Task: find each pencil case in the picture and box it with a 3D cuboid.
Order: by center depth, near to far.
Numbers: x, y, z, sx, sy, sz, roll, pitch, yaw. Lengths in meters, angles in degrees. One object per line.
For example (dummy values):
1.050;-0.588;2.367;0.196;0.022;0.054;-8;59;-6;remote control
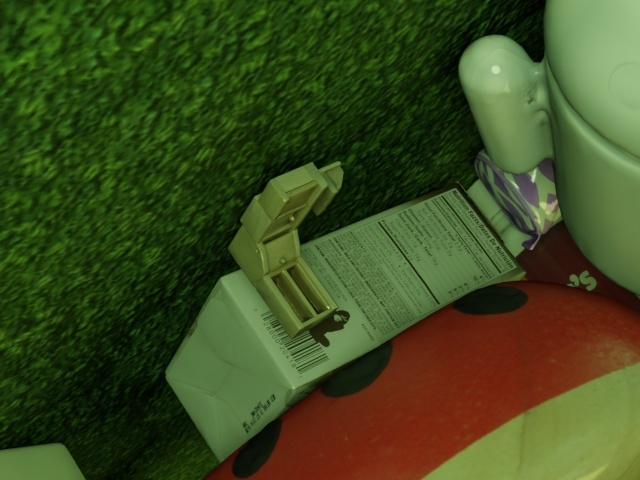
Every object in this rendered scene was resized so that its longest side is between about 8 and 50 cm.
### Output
0.223;-0.088;0.843;0.206;0.088;0.086;-35;-167;0;pencil case

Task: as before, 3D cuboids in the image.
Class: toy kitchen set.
0.000;0.000;0.654;0.068;0.075;0.083;-27;164;-34;toy kitchen set

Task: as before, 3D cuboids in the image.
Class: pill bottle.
0.219;0.033;0.919;0.121;0.221;0.121;-33;161;-13;pill bottle

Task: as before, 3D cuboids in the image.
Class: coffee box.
0.021;0.062;0.818;0.247;0.098;0.141;-22;158;-38;coffee box

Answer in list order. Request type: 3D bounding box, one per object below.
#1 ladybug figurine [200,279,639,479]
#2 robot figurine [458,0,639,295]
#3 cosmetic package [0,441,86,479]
0.054;0.171;0.718;0.449;0.162;0.305;-37;163;7;ladybug figurine
0.237;-0.087;0.636;0.300;0.199;0.353;-5;153;12;robot figurine
-0.269;0.219;0.638;0.160;0.113;0.309;-41;163;13;cosmetic package
